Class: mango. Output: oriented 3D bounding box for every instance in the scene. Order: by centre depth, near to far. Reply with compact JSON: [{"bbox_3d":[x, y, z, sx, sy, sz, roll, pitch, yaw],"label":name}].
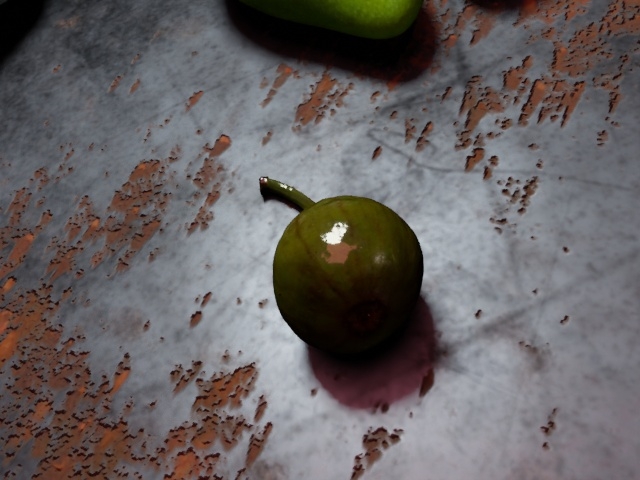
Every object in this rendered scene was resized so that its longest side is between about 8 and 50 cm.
[{"bbox_3d":[-0.019,-0.330,0.715,0.192,0.156,0.343,-43,63,-4],"label":"mango"}]

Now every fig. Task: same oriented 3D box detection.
[{"bbox_3d":[0.000,0.000,0.558,0.124,0.124,0.236,-31,34,-6],"label":"fig"}]

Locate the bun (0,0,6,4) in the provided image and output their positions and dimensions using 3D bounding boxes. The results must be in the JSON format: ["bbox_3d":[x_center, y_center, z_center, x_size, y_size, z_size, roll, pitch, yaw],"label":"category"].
[{"bbox_3d":[-0.548,-0.386,0.814,0.355,0.194,0.354,-3,41,3],"label":"bun"}]
